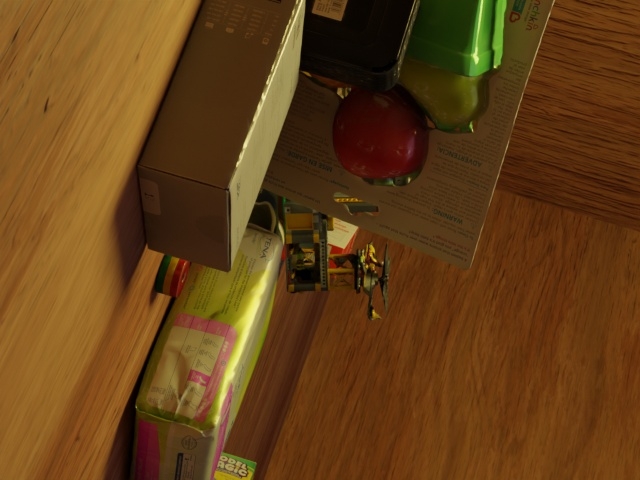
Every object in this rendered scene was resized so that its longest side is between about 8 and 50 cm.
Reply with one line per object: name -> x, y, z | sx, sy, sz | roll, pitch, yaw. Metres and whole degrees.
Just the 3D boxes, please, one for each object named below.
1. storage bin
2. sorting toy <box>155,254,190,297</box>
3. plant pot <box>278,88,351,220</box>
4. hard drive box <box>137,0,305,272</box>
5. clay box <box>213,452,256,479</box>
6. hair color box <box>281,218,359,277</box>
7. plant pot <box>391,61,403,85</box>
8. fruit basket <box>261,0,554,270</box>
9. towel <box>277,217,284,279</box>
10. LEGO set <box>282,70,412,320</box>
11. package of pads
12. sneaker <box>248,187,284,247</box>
storage bin -> 0.008, -0.242, 1.701 | 0.084, 0.180, 0.122 | 71, 36, -81
sorting toy -> -0.110, -0.070, 1.743 | 0.132, 0.046, 0.274 | 13, 93, -86
plant pot -> 0.024, -0.130, 2.330 | 0.237, 0.110, 0.237 | 13, 90, -67
hard drive box -> -0.091, -0.115, 1.537 | 0.181, 0.089, 0.232 | 97, 10, -64
clay box -> -0.163, 0.325, 2.010 | 0.222, 0.127, 0.053 | -68, 173, -56
hair color box -> 0.000, 0.000, 2.450 | 0.167, 0.093, 0.053 | -54, 162, -72
plant pot -> 0.097, -0.337, 2.073 | 0.196, 0.293, 0.293 | -10, 120, -55
fruit basket -> 0.078, -0.181, 1.865 | 0.165, 0.327, 0.353 | -40, 147, -56
towel -> -0.046, -0.075, 2.489 | 0.187, 0.049, 0.282 | -68, 173, -54
LEGO set -> 0.048, -0.079, 2.111 | 0.255, 0.192, 0.331 | -91, 180, -58
package of pads -> -0.135, 0.146, 1.881 | 0.229, 0.101, 0.296 | 103, 5, -53
sneaker -> -0.086, -0.014, 2.120 | 0.086, 0.064, 0.192 | -73, 169, -47
